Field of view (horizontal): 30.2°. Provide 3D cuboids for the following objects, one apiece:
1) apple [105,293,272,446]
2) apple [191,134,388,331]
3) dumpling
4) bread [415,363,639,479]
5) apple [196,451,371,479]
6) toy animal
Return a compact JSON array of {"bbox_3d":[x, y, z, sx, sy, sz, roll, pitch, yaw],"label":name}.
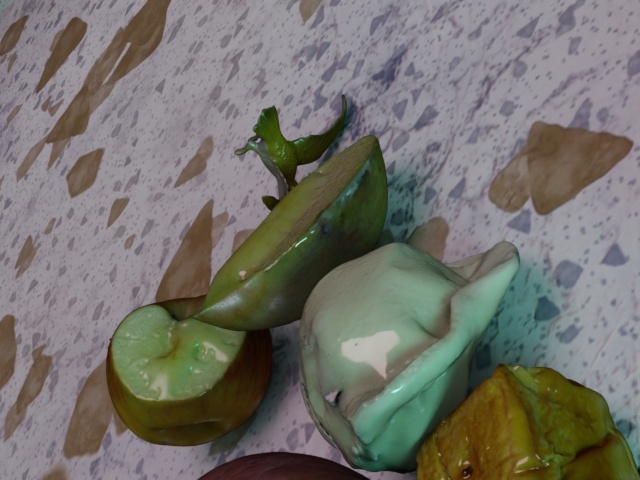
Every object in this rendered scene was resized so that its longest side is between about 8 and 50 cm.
[{"bbox_3d":[-0.150,0.145,1.373,0.195,0.160,0.173,-9,66,3],"label":"apple"},{"bbox_3d":[0.000,0.000,1.284,0.193,0.120,0.265,-32,17,52],"label":"apple"},{"bbox_3d":[0.092,0.095,1.085,0.243,0.187,0.318,-32,15,-4],"label":"dumpling"},{"bbox_3d":[0.167,0.240,0.870,0.167,0.132,0.294,-41,37,30],"label":"bread"},{"bbox_3d":[-0.021,0.325,0.975,0.305,0.235,0.306,-34,43,39],"label":"apple"},{"bbox_3d":[-0.054,-0.104,1.487,0.219,0.095,0.155,-54,2,-33],"label":"toy animal"}]
